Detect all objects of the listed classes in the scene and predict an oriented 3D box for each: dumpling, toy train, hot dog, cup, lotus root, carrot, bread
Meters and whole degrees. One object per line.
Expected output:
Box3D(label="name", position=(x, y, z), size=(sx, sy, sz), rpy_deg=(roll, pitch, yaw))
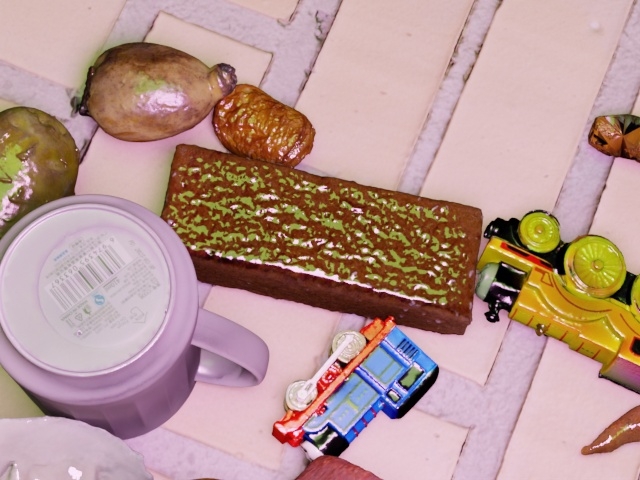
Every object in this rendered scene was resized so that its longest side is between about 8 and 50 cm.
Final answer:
Box3D(label="dumpling", position=(-0.393, 0.325, 1.607), size=(0.270, 0.212, 0.321), rpy_deg=(44, 71, -24))
Box3D(label="toy train", position=(0.333, 0.076, 1.763), size=(0.296, 0.100, 0.160), rpy_deg=(26, 67, 5))
Box3D(label="hot dog", position=(-0.074, -0.149, 1.836), size=(0.147, 0.065, 0.099), rpy_deg=(30, 72, 14))
Box3D(label="cup", position=(-0.218, 0.107, 1.613), size=(0.322, 0.327, 0.237), rpy_deg=(12, 72, -1))
Box3D(label="lotus root", position=(-0.215, -0.194, 1.810), size=(0.214, 0.138, 0.138), rpy_deg=(-1, 72, 11))
Box3D(label="carrot", position=(0.477, -0.121, 1.858), size=(0.228, 0.069, 0.069), rpy_deg=(16, 72, 1))
Box3D(label="toy train", position=(0.040, 0.194, 1.726), size=(0.131, 0.083, 0.204), rpy_deg=(43, 76, 8))
Box3D(label="bread", position=(0.000, 0.000, 1.771), size=(0.416, 0.113, 0.165), rpy_deg=(13, 73, 0))

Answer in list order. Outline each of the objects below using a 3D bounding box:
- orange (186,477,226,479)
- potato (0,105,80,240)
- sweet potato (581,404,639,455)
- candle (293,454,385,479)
Box3D(label="orange", position=(-0.135, 0.386, 1.578), size=(0.236, 0.236, 0.236), rpy_deg=(1, 72, -3))
Box3D(label="potato", position=(-0.427, -0.039, 1.752), size=(0.176, 0.141, 0.298), rpy_deg=(38, 83, 17))
Box3D(label="sweet potato", position=(0.435, 0.228, 1.748), size=(0.226, 0.068, 0.068), rpy_deg=(-28, 75, 0))
Box3D(label="candle", position=(0.088, 0.362, 1.575), size=(0.317, 0.287, 0.131), rpy_deg=(41, 70, 13))
